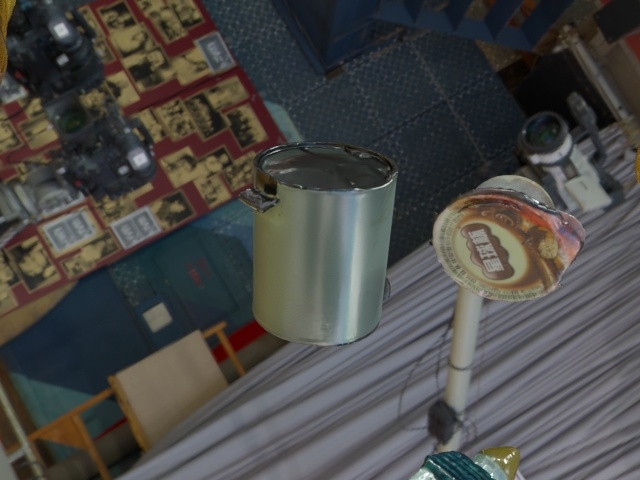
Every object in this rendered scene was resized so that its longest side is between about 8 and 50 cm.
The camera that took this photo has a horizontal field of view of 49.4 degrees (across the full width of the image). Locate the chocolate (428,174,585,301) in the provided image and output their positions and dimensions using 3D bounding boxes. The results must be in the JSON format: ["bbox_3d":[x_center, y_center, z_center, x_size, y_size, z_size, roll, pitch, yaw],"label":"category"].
[{"bbox_3d":[0.286,-0.028,1.043,0.221,0.147,0.221,19,-41,18],"label":"chocolate"}]

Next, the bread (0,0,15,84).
[{"bbox_3d":[-0.381,-0.186,0.553,0.195,0.270,0.142,88,1,-54],"label":"bread"}]

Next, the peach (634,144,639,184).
[{"bbox_3d":[0.611,-0.131,1.156,0.103,0.179,0.179,26,12,-33],"label":"peach"}]

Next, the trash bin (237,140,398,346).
[{"bbox_3d":[0.000,0.000,1.097,0.217,0.277,0.262,33,-52,45],"label":"trash bin"}]

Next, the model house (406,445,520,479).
[{"bbox_3d":[0.164,0.352,0.817,0.184,0.291,0.253,28,-34,39],"label":"model house"}]
